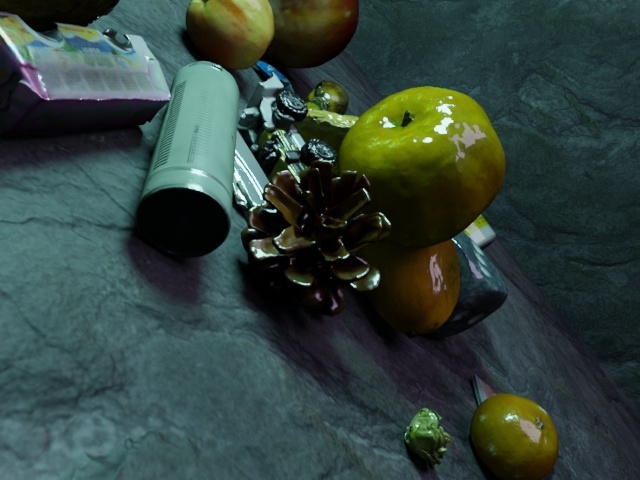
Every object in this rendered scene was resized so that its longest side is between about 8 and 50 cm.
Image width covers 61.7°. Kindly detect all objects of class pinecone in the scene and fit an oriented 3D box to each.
[{"bbox_3d":[0.001,-0.002,0.755,0.202,0.201,0.229,44,44,19],"label":"pinecone"}]

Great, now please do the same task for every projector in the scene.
[{"bbox_3d":[-0.166,-0.126,0.718,0.108,0.108,0.337,37,28,-31],"label":"projector"}]

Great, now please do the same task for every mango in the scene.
[{"bbox_3d":[0.160,0.023,1.027,0.144,0.187,0.359,74,6,-48],"label":"mango"}]

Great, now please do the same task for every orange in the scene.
[{"bbox_3d":[0.345,0.345,0.945,0.156,0.124,0.156,14,50,-17],"label":"orange"},{"bbox_3d":[0.165,-0.119,0.900,0.278,0.279,0.235,-104,168,-46],"label":"orange"}]

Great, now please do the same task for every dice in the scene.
[{"bbox_3d":[0.270,0.090,1.143,0.183,0.181,0.182,20,38,-50],"label":"dice"}]

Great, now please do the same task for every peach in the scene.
[{"bbox_3d":[-0.183,-0.448,1.114,0.184,0.184,0.184,42,24,-23],"label":"peach"}]

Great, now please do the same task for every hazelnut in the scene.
[{"bbox_3d":[-0.087,-0.662,1.428,0.409,0.359,0.359,50,20,20],"label":"hazelnut"}]

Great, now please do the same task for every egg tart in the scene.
[{"bbox_3d":[0.061,-0.185,1.149,0.319,0.128,0.319,16,0,0],"label":"egg tart"}]

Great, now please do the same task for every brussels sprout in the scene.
[{"bbox_3d":[0.153,0.290,0.778,0.085,0.058,0.085,62,-10,18],"label":"brussels sprout"}]

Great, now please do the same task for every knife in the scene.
[{"bbox_3d":[-0.146,-0.136,0.877,0.073,0.040,0.265,-5,58,-45],"label":"knife"}]

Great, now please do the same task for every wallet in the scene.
[{"bbox_3d":[0.359,0.372,1.092,0.103,0.020,0.196,41,24,-19],"label":"wallet"}]

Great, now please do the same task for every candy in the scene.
[{"bbox_3d":[-0.118,-0.422,1.389,0.088,0.038,0.136,42,12,15],"label":"candy"}]

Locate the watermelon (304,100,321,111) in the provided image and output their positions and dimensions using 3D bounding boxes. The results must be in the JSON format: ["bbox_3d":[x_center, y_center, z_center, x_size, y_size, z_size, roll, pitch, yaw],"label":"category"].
[{"bbox_3d":[-0.034,-0.296,1.297,0.182,0.075,0.091,13,47,-59],"label":"watermelon"}]

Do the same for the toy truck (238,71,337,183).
[{"bbox_3d":[-0.074,-0.175,0.965,0.111,0.136,0.285,-8,58,-41],"label":"toy truck"}]

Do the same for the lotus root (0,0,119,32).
[{"bbox_3d":[-0.337,-0.333,0.603,0.179,0.196,0.397,50,22,-15],"label":"lotus root"}]

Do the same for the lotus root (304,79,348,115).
[{"bbox_3d":[0.017,-0.371,1.455,0.120,0.120,0.209,47,23,-10],"label":"lotus root"}]

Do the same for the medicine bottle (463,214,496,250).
[{"bbox_3d":[0.267,-0.085,1.376,0.339,0.208,0.208,57,22,13],"label":"medicine bottle"}]

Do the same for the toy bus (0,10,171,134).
[{"bbox_3d":[-0.285,-0.190,0.627,0.112,0.090,0.274,55,21,-4],"label":"toy bus"}]
